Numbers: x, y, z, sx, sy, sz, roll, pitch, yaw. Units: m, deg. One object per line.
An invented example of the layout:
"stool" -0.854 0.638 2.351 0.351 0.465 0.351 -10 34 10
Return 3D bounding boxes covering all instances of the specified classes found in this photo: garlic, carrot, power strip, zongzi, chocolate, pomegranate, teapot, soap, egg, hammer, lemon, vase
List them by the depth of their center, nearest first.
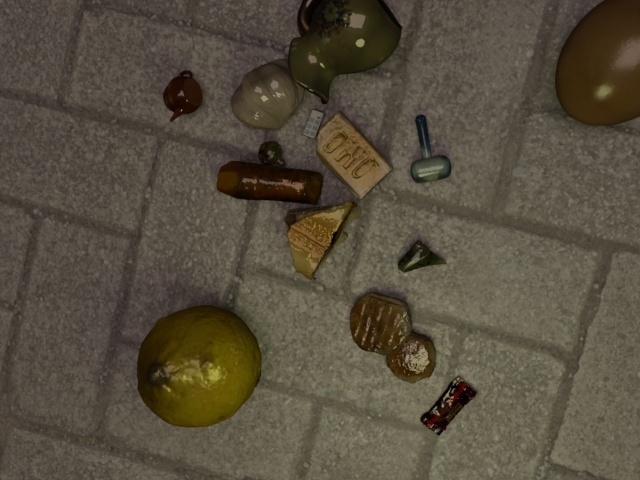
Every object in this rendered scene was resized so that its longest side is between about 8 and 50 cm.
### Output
"egg" 0.779 -0.466 1.708 0.374 0.301 0.301 -41 88 18
"vase" 0.041 -0.588 1.851 0.302 0.241 0.329 -35 61 21
"lemon" -0.350 0.355 1.871 0.349 0.387 0.350 2 94 26
"hammer" 0.304 -0.265 1.900 0.116 0.069 0.194 -11 88 9
"garlic" -0.150 -0.424 1.906 0.229 0.143 0.178 -41 87 -1
"soap" 0.086 -0.245 1.921 0.140 0.073 0.232 -43 87 3
"zongzi" 0.294 0.071 1.935 0.113 0.052 0.104 37 105 -10
"carrot" -0.148 -0.166 1.938 0.301 0.114 0.114 6 95 6
"pomegranate" -0.145 -0.249 1.950 0.073 0.073 0.085 -21 81 8
"power strip" -0.020 -0.343 1.955 0.040 0.016 0.090 22 97 5
"chocolate" 0.378 0.491 1.960 0.086 0.028 0.182 42 96 0
"teapot" -0.415 -0.428 1.960 0.116 0.116 0.173 0 67 7

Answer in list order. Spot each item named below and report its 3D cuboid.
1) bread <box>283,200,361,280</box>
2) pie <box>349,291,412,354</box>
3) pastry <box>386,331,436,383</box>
"bread" 0.011 0.004 1.893 0.224 0.183 0.211 -8 94 10
"pie" 0.172 0.244 1.927 0.195 0.046 0.195 -7 76 29
"pastry" 0.265 0.339 1.936 0.153 0.081 0.153 1 98 8
